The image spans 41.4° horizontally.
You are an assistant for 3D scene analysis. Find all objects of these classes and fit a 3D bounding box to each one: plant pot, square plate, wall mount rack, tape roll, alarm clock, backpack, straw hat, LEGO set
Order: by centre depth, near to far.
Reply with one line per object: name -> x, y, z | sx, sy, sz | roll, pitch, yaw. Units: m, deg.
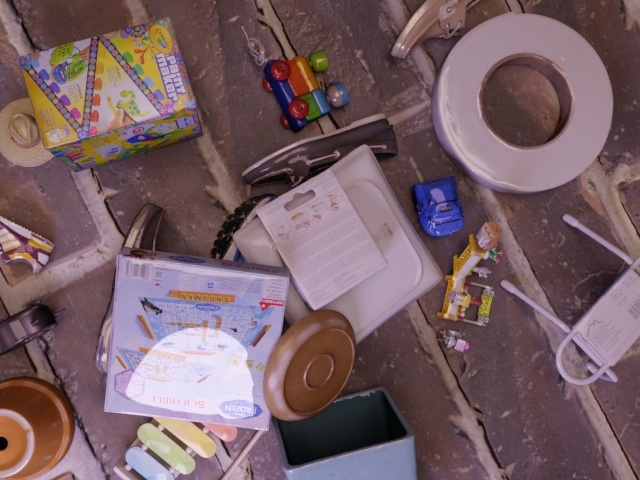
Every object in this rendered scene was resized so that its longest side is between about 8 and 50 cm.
plant pot -> -0.594, 0.373, 1.628 | 0.205, 0.188, 0.205 | 0, 87, -5
plant pot -> -0.010, 0.248, 1.637 | 0.236, 0.032, 0.236 | -21, 123, -36
plant pot -> 0.061, 0.473, 1.669 | 0.247, 0.248, 0.252 | -14, 105, -6
alarm clock -> -0.606, 0.183, 1.674 | 0.192, 0.129, 0.064 | -32, 89, 14
square plate -> 0.052, 0.038, 1.717 | 0.344, 0.049, 0.347 | -36, 106, -15
straw hat -> -0.603, -0.225, 1.726 | 0.145, 0.061, 0.144 | 0, 86, -6
LEGO set -> 0.333, 0.089, 1.764 | 0.107, 0.132, 0.286 | 14, 108, -10
backpack -> 0.248, -0.068, 1.781 | 0.098, 0.101, 0.120 | -13, 92, 1
wall mount rack -> 0.575, 0.121, 1.794 | 0.304, 0.130, 0.350 | 45, 84, -5
tape roll -> 0.434, -0.294, 1.826 | 0.392, 0.072, 0.391 | 0, 87, -5

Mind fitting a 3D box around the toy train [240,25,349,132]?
toy train -> -0.050, -0.364, 1.773 | 0.143, 0.105, 0.247 | -25, 89, -17

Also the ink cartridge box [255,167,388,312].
ink cartridge box -> 0.000, 0.000, 1.652 | 0.181, 0.056, 0.224 | -31, 86, -16

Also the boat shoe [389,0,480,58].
boat shoe -> 0.271, -0.485, 1.805 | 0.098, 0.109, 0.302 | 44, 78, -1

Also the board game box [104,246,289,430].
board game box -> -0.235, 0.188, 1.605 | 0.319, 0.066, 0.317 | 8, 105, -3

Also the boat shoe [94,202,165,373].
boat shoe -> -0.357, 0.102, 1.711 | 0.130, 0.132, 0.355 | 15, 94, -14

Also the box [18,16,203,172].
box -> -0.388, -0.269, 1.634 | 0.279, 0.290, 0.176 | -17, 88, -7

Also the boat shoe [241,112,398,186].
boat shoe -> 0.006, -0.166, 1.757 | 0.335, 0.112, 0.095 | -23, 85, -10

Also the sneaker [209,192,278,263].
sneaker -> -0.150, 0.060, 1.737 | 0.147, 0.130, 0.329 | 24, 83, -22

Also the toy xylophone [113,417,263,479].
toy xylophone -> -0.248, 0.388, 1.715 | 0.236, 0.081, 0.322 | 32, 85, -3

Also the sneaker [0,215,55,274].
sneaker -> -0.636, 0.001, 1.705 | 0.186, 0.069, 0.083 | 26, 79, -3
